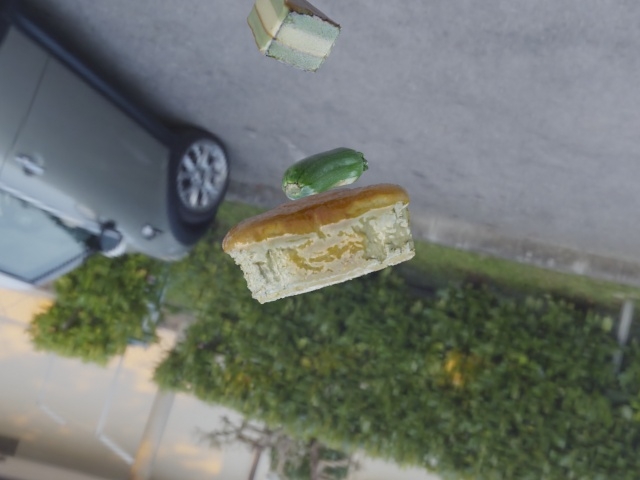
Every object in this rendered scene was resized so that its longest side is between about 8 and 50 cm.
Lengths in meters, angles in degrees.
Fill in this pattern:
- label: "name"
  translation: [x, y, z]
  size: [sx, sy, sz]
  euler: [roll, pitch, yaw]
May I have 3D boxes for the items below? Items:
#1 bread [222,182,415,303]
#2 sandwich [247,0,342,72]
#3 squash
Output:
- label: "bread"
  translation: [0.000, 0.000, 1.108]
  size: [0.245, 0.121, 0.174]
  euler: [-13, 174, -7]
- label: "sandwich"
  translation: [-0.068, -0.306, 1.173]
  size: [0.163, 0.079, 0.113]
  euler: [45, -158, 30]
- label: "squash"
  translation: [0.007, -0.117, 1.509]
  size: [0.077, 0.068, 0.219]
  euler: [16, -155, 35]
